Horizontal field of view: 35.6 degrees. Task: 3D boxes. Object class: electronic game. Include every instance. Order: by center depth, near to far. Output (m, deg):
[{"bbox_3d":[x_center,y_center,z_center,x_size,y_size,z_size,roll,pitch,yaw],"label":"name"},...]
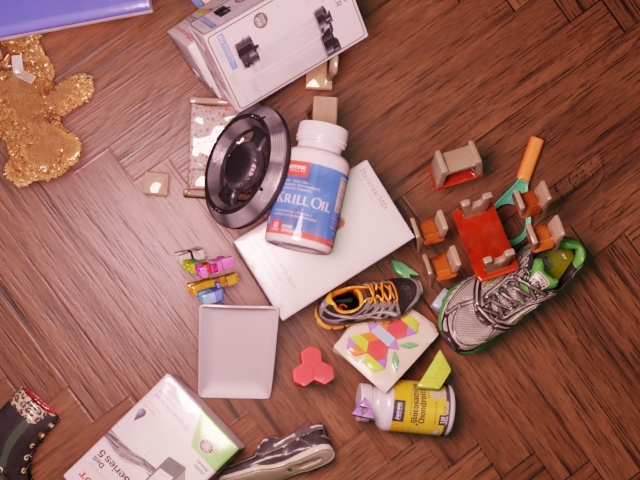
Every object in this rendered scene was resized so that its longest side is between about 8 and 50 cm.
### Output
[{"bbox_3d":[-0.133,-0.132,1.785,0.048,0.229,0.229,18,86,-40],"label":"electronic game"}]

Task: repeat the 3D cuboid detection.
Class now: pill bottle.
[{"bbox_3d":[-0.017,-0.093,1.756,0.124,0.124,0.222,12,83,-6],"label":"pill bottle"},{"bbox_3d":[0.164,0.324,1.949,0.184,0.103,0.103,6,88,-6],"label":"pill bottle"}]

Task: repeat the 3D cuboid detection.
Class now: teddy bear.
[{"bbox_3d":[-0.561,-0.268,1.897,0.245,0.113,0.338,-40,85,-12],"label":"teddy bear"}]

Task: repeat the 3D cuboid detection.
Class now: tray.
[{"bbox_3d":[-0.158,0.206,1.880,0.145,0.270,0.030,1,44,-6],"label":"tray"}]

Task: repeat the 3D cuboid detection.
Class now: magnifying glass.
[{"bbox_3d":[0.402,-0.098,2.021,0.092,0.026,0.231,20,86,-5],"label":"magnifying glass"}]

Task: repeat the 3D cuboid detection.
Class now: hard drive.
[{"bbox_3d":[-0.486,-0.497,1.841,0.318,0.040,0.210,-11,87,0],"label":"hard drive"}]

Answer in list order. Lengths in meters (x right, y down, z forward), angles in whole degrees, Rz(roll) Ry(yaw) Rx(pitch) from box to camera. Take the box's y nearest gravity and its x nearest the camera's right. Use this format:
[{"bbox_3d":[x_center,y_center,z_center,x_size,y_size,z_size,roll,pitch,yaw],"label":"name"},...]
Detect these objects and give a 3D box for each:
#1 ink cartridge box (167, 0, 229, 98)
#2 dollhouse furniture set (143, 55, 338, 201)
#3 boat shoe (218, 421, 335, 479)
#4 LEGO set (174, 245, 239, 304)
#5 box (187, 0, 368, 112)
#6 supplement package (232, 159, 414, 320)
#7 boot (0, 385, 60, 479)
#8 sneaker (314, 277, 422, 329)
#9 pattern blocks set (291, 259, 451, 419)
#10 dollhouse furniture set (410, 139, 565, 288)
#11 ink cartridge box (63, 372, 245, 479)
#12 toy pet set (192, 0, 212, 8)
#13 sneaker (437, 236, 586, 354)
[{"bbox_3d":[-0.174,-0.382,1.893,0.176,0.128,0.127,-38,126,-7],"label":"ink cartridge box"},{"bbox_3d":[-0.152,-0.230,1.893,0.355,0.174,0.303,3,88,-6],"label":"dollhouse furniture set"},{"bbox_3d":[-0.090,0.423,1.946,0.233,0.084,0.079,-20,53,1],"label":"boat shoe"},{"bbox_3d":[-0.199,0.063,1.871,0.093,0.227,0.087,-16,103,-18],"label":"LEGO set"},{"bbox_3d":[-0.074,-0.383,1.811,0.290,0.087,0.169,-32,125,-12],"label":"box"},{"bbox_3d":[0.000,0.000,1.902,0.293,0.175,0.178,-32,91,-6],"label":"supplement package"},{"bbox_3d":[-0.551,0.411,1.883,0.236,0.085,0.178,45,83,-3],"label":"boot"},{"bbox_3d":[0.096,0.114,1.897,0.214,0.083,0.084,-16,65,-13],"label":"sneaker"},{"bbox_3d":[0.122,0.190,1.927,0.285,0.026,0.325,27,66,3],"label":"pattern blocks set"},{"bbox_3d":[0.297,-0.047,1.908,0.262,0.135,0.259,-17,68,-2],"label":"dollhouse furniture set"},{"bbox_3d":[-0.310,0.416,1.878,0.273,0.115,0.198,-45,82,-5],"label":"ink cartridge box"},{"bbox_3d":[-0.208,-0.453,1.960,0.122,0.065,0.114,-46,128,-1],"label":"toy pet set"},{"bbox_3d":[0.367,0.091,1.926,0.343,0.146,0.134,-38,90,-17],"label":"sneaker"}]
